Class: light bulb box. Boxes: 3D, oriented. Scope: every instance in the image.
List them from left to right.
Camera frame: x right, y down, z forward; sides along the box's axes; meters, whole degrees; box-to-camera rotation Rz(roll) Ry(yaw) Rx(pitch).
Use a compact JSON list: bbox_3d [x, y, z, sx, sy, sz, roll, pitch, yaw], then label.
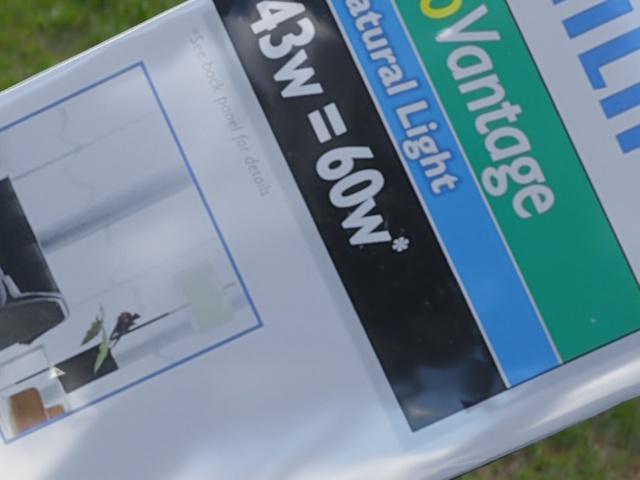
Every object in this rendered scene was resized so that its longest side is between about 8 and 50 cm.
[{"bbox_3d":[0.000,0.000,0.882,0.361,0.225,0.358,-25,0,6],"label":"light bulb box"}]
